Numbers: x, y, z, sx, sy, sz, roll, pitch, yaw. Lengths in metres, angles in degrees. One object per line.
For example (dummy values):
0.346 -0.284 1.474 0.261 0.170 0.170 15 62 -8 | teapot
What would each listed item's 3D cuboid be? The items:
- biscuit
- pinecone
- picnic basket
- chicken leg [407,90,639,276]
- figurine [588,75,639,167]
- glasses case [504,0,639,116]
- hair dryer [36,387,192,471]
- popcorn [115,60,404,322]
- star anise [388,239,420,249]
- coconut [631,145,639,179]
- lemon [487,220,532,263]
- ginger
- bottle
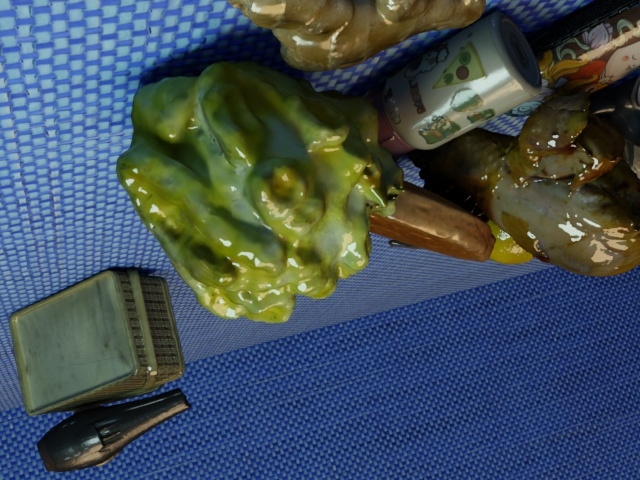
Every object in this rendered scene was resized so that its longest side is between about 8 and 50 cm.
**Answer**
0.107 -0.045 1.328 0.349 0.078 0.455 22 178 1 | biscuit
0.246 -0.107 1.497 0.162 0.163 0.165 -24 152 26 | pinecone
-0.439 0.208 1.717 0.312 0.228 0.175 -23 164 24 | picnic basket
0.286 -0.115 1.179 0.182 0.409 0.295 -54 160 -23 | chicken leg
0.427 -0.164 1.273 0.140 0.193 0.265 0 178 10 | figurine
0.379 -0.263 1.150 0.320 0.082 0.122 -26 153 23 | glasses case
-0.440 0.384 1.817 0.303 0.120 0.359 -24 180 -17 | hair dryer
-0.073 -0.071 0.978 0.312 0.312 0.312 -16 167 -4 | popcorn
0.257 -0.039 1.900 0.209 0.089 0.231 -2 149 -26 | star anise
0.529 -0.159 1.511 0.224 0.224 0.234 -8 -168 -34 | coconut
0.436 -0.032 1.970 0.203 0.179 0.178 5 157 -28 | lemon
0.050 -0.235 0.892 0.333 0.081 0.148 -12 150 -26 | ginger
0.150 -0.186 1.112 0.253 0.121 0.120 -25 165 32 | bottle
